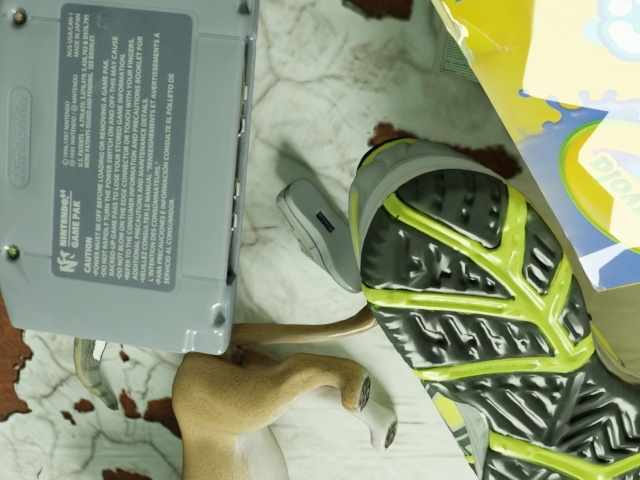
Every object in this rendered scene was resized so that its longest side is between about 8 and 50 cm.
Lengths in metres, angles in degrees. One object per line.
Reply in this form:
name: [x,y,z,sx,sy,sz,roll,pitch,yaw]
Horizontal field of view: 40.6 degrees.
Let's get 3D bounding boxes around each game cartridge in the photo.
game cartridge: [-0.152,-0.070,0.642,0.196,0.060,0.294,7,102,4]

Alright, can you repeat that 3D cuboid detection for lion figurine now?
lion figurine: [-0.074,0.201,0.733,0.240,0.142,0.392,15,101,23]

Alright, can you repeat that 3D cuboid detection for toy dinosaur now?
toy dinosaur: [-0.209,0.034,0.743,0.118,0.064,0.268,22,120,4]

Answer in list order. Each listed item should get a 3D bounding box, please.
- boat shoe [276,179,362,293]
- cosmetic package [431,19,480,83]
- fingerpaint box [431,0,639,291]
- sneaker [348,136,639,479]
boat shoe: [0.000,0.000,0.668,0.100,0.035,0.035,52,146,-9]
cosmetic package: [0.113,-0.160,0.553,0.060,0.041,0.115,17,115,13]
fingerpaint box: [0.204,-0.207,0.321,0.371,0.163,0.445,-17,132,30]
sneaker: [0.140,0.083,0.597,0.145,0.147,0.385,-25,119,5]
